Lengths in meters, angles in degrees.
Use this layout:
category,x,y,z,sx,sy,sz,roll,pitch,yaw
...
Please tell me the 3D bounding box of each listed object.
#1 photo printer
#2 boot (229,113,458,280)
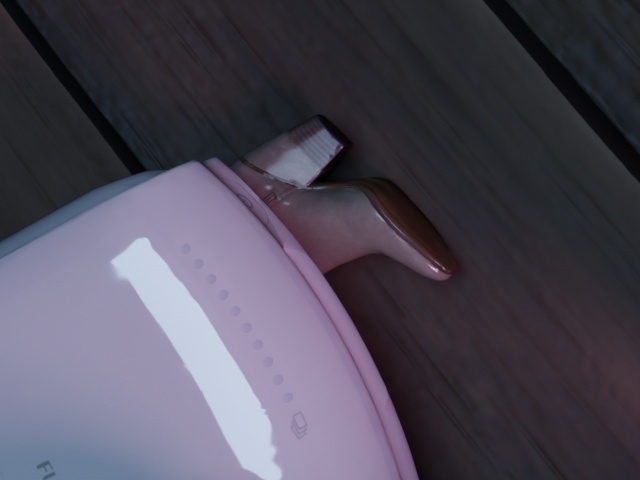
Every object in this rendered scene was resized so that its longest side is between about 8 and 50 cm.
category,x,y,z,sx,sy,sz,roll,pitch,yaw
photo printer,-0.111,0.122,0.836,0.307,0.107,0.256,-27,87,17
boot,0.000,0.000,0.856,0.087,0.042,0.118,-47,70,18
